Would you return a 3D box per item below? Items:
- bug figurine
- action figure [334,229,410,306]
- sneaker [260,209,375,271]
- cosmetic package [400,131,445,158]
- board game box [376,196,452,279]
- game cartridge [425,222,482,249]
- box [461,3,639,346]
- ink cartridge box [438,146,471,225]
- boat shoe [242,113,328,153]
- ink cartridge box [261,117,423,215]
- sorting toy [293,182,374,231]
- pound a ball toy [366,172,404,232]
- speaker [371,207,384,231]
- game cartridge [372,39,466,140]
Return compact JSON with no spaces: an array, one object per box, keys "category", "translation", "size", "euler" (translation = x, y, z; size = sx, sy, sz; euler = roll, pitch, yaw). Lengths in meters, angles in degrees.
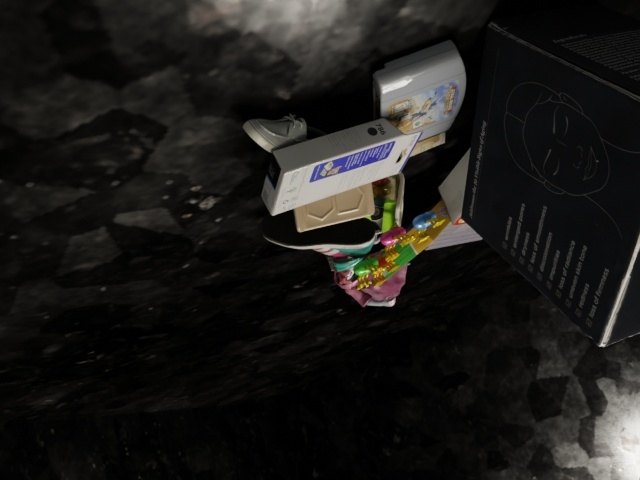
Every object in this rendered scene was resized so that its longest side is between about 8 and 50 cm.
[{"category":"bug figurine","translation":[0.185,0.020,1.627],"size":[0.216,0.072,0.279],"euler":[-19,156,-52]},{"category":"action figure","translation":[0.141,0.098,2.147],"size":[0.276,0.247,0.370],"euler":[-4,176,40]},{"category":"sneaker","translation":[0.000,0.000,1.665],"size":[0.296,0.123,0.178],"euler":[6,155,10]},{"category":"cosmetic package","translation":[0.241,-0.243,1.536],"size":[0.115,0.041,0.060],"euler":[-23,159,2]},{"category":"board game box","translation":[0.310,-0.037,1.885],"size":[0.316,0.064,0.242],"euler":[-41,177,-43]},{"category":"game cartridge","translation":[0.523,-0.058,2.244],"size":[0.355,0.068,0.230],"euler":[-9,152,-30]},{"category":"box","translation":[0.543,-0.146,1.240],"size":[0.298,0.471,0.479],"euler":[-16,129,-19]},{"category":"ink cartridge box","translation":[0.508,-0.180,1.688],"size":[0.272,0.130,0.309],"euler":[-11,159,-17]},{"category":"boat shoe","translation":[-0.062,-0.217,1.277],"size":[0.081,0.079,0.228],"euler":[-48,151,21]},{"category":"ink cartridge box","translation":[0.044,-0.163,1.334],"size":[0.333,0.065,0.165],"euler":[-19,157,-23]},{"category":"sorting toy","translation":[0.022,-0.133,1.445],"size":[0.208,0.192,0.038],"euler":[-15,-163,-22]},{"category":"pound a ball toy","translation":[0.112,-0.114,1.649],"size":[0.208,0.135,0.319],"euler":[7,164,9]},{"category":"speaker","translation":[0.179,-0.067,1.890],"size":[0.055,0.055,0.136],"euler":[-26,159,10]},{"category":"game cartridge","translation":[0.210,-0.298,1.361],"size":[0.198,0.062,0.297],"euler":[-17,159,-1]}]
